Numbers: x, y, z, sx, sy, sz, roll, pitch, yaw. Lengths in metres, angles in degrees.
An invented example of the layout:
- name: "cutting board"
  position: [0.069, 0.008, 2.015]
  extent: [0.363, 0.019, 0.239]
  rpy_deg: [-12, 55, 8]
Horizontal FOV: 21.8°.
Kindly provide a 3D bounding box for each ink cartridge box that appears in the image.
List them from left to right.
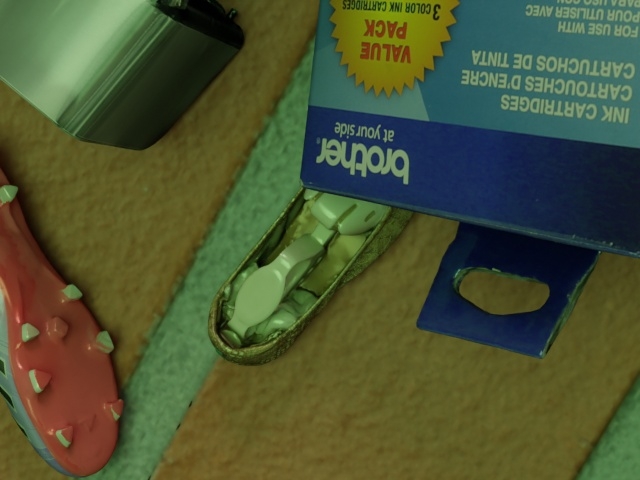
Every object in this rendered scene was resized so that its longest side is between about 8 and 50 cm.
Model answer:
- name: "ink cartridge box"
  position: [0.135, -0.140, 0.904]
  extent: [0.270, 0.151, 0.395]
  rpy_deg: [12, 100, 49]

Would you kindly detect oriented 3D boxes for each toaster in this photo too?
- name: "toaster"
  position: [-0.151, -0.147, 1.018]
  extent: [0.168, 0.186, 0.110]
  rpy_deg: [40, 97, 8]

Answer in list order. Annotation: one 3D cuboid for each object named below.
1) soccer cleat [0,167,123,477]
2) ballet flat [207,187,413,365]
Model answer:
- name: "soccer cleat"
  position: [-0.213, 0.046, 1.110]
  extent: [0.095, 0.083, 0.248]
  rpy_deg: [-25, 92, 44]
- name: "ballet flat"
  position: [0.000, 0.000, 1.048]
  extent: [0.073, 0.067, 0.206]
  rpy_deg: [37, 101, 10]
